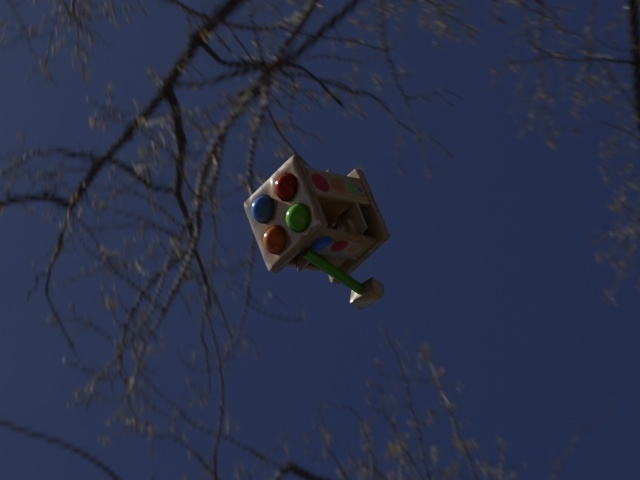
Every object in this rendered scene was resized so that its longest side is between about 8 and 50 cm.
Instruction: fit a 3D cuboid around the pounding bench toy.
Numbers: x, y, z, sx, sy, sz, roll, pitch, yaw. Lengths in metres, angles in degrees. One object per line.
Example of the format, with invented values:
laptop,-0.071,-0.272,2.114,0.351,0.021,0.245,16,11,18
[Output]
pounding bench toy,0.000,0.000,0.959,0.065,0.083,0.052,10,-42,-44
